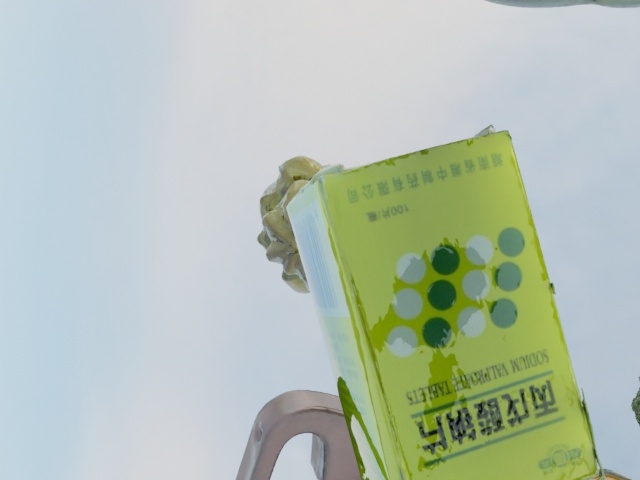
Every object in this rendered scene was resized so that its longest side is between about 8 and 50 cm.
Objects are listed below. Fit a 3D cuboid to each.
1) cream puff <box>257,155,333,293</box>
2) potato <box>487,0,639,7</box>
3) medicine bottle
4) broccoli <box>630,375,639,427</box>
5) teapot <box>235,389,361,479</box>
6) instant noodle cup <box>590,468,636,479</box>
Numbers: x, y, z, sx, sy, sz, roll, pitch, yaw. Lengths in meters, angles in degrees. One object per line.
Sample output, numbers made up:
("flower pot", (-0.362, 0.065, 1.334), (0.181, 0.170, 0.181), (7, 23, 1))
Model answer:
("cream puff", (0.000, 0.000, 1.295), (0.378, 0.275, 0.378), (27, -44, 30))
("potato", (0.189, -0.234, 0.431), (0.157, 0.194, 0.157), (-162, -90, -86))
("medicine bottle", (0.075, 0.063, 0.438), (0.141, 0.137, 0.250), (160, -85, -76))
("broccoli", (0.367, 0.153, 0.574), (0.130, 0.120, 0.131), (-13, -135, 19))
("teapot", (0.078, 0.307, 0.649), (0.362, 0.376, 0.305), (-70, -158, 5))
("instant noodle cup", (0.329, 0.411, 0.729), (0.216, 0.172, 0.216), (42, -40, 49))
